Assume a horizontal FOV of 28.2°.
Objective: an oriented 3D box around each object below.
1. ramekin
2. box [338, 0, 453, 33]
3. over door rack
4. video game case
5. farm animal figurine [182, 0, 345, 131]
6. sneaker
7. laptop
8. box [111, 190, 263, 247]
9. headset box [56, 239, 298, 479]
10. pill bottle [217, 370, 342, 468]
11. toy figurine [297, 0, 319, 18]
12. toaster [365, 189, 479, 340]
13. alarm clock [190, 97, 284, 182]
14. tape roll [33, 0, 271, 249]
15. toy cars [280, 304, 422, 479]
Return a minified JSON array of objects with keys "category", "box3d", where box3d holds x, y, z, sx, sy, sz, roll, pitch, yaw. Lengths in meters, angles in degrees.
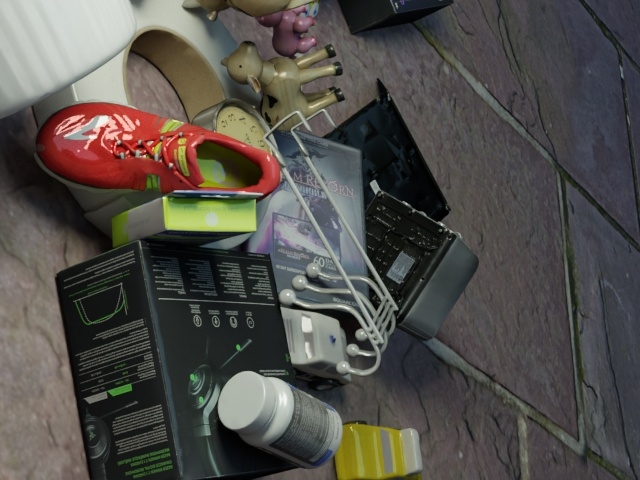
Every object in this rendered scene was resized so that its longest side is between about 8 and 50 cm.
[{"category":"ramekin","box3d":[-0.319,-0.217,1.271,0.135,0.277,0.277,65,31,-22]},{"category":"box","box3d":[0.117,-0.478,2.257,0.261,0.103,0.184,-27,98,-59]},{"category":"over door rack","box3d":[0.000,0.000,1.613,0.239,0.108,0.324,-45,117,-80]},{"category":"video game case","box3d":[-0.022,-0.032,1.793,0.196,0.026,0.274,15,59,-29]},{"category":"farm animal figurine","box3d":[-0.084,-0.310,1.633,0.327,0.172,0.330,155,-85,-79]},{"category":"sneaker","box3d":[-0.172,-0.099,1.402,0.279,0.118,0.107,8,85,-22]},{"category":"laptop","box3d":[0.102,-0.120,2.110,0.264,0.136,0.234,-39,107,-31]},{"category":"box","box3d":[-0.147,-0.021,1.393,0.109,0.178,0.042,0,83,-30]},{"category":"headset box","box3d":[-0.148,0.158,1.447,0.246,0.131,0.283,6,68,-57]},{"category":"pill bottle","box3d":[-0.044,0.195,1.386,0.137,0.078,0.078,35,45,-45]},{"category":"toy figurine","box3d":[-0.030,-0.472,1.910,0.362,0.217,0.191,-2,75,-58]},{"category":"toaster","box3d":[0.116,0.044,1.854,0.110,0.168,0.186,32,90,-48]},{"category":"alarm clock","box3d":[-0.120,-0.105,1.570,0.192,0.064,0.129,-20,90,-61]},{"category":"tape roll","box3d":[-0.202,-0.161,1.606,0.392,0.072,0.392,35,45,-44]},{"category":"toy cars","box3d":[0.048,0.222,1.757,0.394,0.087,0.176,57,33,-20]}]
